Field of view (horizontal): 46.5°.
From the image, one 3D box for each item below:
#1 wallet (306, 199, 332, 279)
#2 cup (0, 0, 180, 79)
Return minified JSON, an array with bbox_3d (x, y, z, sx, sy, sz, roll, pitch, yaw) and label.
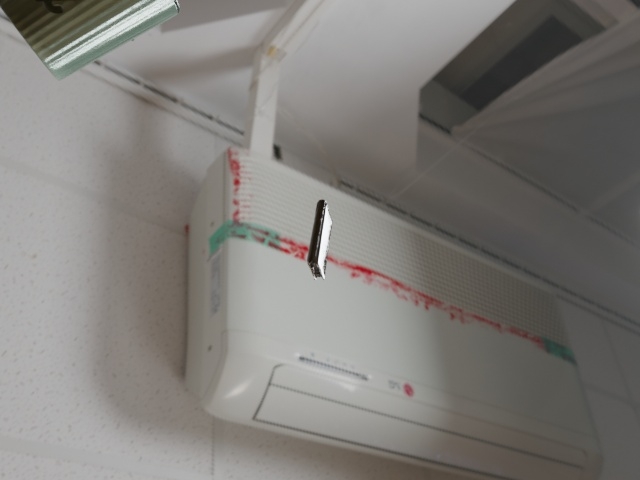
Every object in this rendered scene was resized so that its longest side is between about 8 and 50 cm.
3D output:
[{"bbox_3d":[0.000,0.000,1.991,0.110,0.031,0.198,68,-154,-54],"label":"wallet"},{"bbox_3d":[-0.612,-0.649,1.936,0.401,0.392,0.310,47,170,44],"label":"cup"}]
